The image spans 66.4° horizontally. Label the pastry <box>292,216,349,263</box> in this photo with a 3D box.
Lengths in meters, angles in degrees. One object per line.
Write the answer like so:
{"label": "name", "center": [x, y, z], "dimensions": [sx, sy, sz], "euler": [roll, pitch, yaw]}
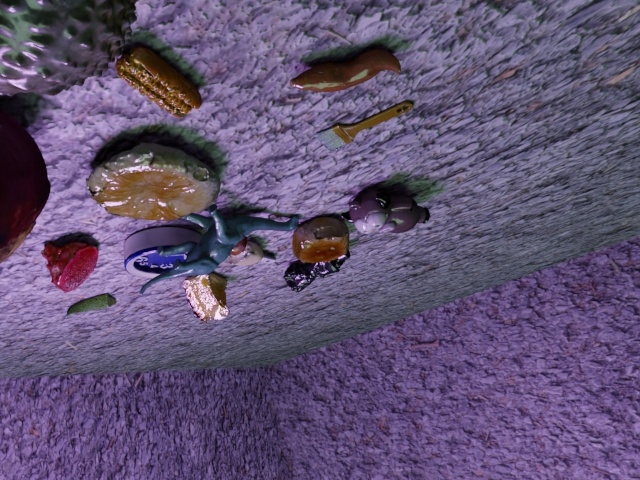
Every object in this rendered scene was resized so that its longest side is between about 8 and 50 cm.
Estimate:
{"label": "pastry", "center": [0.000, 0.000, 1.540], "dimensions": [0.182, 0.093, 0.192], "euler": [-8, 154, -6]}

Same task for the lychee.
{"label": "lychee", "center": [-0.324, -0.282, 0.508], "dimensions": [0.255, 0.255, 0.274], "euler": [-24, -173, 28]}

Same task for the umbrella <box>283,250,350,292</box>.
{"label": "umbrella", "center": [-0.008, 0.094, 1.769], "dimensions": [0.272, 0.110, 0.122], "euler": [-29, 152, 29]}

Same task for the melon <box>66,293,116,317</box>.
{"label": "melon", "center": [-0.859, 0.245, 1.816], "dimensions": [0.262, 0.053, 0.114], "euler": [-17, 176, 23]}

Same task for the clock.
{"label": "clock", "center": [-0.454, 0.039, 1.433], "dimensions": [0.231, 0.083, 0.230], "euler": [-12, 157, -5]}

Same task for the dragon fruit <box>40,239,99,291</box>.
{"label": "dragon fruit", "center": [-0.696, 0.053, 1.339], "dimensions": [0.111, 0.153, 0.153], "euler": [33, 156, 6]}

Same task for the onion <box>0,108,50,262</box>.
{"label": "onion", "center": [-0.638, -0.105, 0.742], "dimensions": [0.348, 0.347, 0.385], "euler": [-28, 119, 36]}

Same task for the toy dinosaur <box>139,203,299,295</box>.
{"label": "toy dinosaur", "center": [-0.264, 0.038, 1.369], "dimensions": [0.383, 0.129, 0.331], "euler": [-51, 141, 12]}

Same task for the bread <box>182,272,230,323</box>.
{"label": "bread", "center": [-0.409, 0.209, 1.764], "dimensions": [0.140, 0.160, 0.169], "euler": [-17, 158, 14]}

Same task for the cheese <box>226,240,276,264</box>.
{"label": "cheese", "center": [-0.218, 0.052, 1.622], "dimensions": [0.127, 0.049, 0.235], "euler": [-22, 163, 23]}

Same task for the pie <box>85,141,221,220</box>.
{"label": "pie", "center": [-0.365, -0.121, 1.088], "dimensions": [0.307, 0.071, 0.306], "euler": [-7, 158, -3]}

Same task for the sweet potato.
{"label": "sweet potato", "center": [0.044, -0.300, 0.876], "dimensions": [0.202, 0.058, 0.055], "euler": [-15, 116, -1]}

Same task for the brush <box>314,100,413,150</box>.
{"label": "brush", "center": [0.099, -0.255, 1.069], "dimensions": [0.218, 0.010, 0.082], "euler": [-21, 156, 20]}

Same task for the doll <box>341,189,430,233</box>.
{"label": "doll", "center": [0.188, -0.079, 1.408], "dimensions": [0.257, 0.117, 0.182], "euler": [2, 160, -37]}

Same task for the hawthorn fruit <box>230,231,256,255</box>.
{"label": "hawthorn fruit", "center": [-0.238, 0.002, 1.477], "dimensions": [0.103, 0.066, 0.067], "euler": [-23, 158, 1]}

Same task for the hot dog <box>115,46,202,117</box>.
{"label": "hot dog", "center": [-0.268, -0.263, 0.818], "dimensions": [0.071, 0.045, 0.165], "euler": [-17, 159, 20]}
